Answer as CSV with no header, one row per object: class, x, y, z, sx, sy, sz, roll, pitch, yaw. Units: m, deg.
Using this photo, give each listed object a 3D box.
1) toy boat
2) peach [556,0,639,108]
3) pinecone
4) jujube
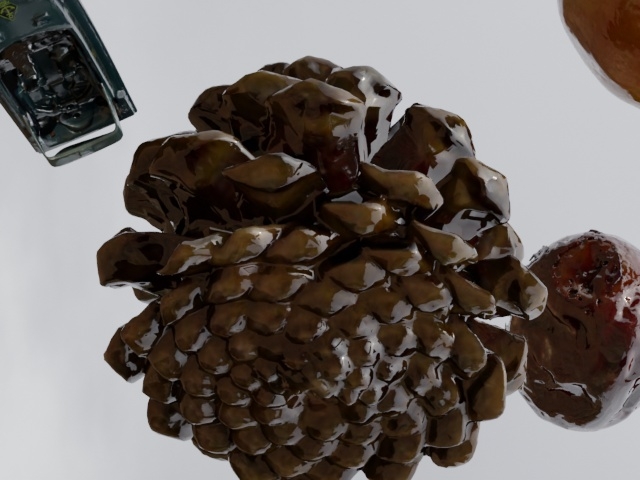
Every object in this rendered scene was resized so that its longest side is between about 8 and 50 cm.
toy boat,-0.211,-0.145,1.135,0.246,0.093,0.103,67,1,-58
peach,0.388,-0.232,1.408,0.308,0.289,0.289,29,-54,38
pinecone,0.000,0.000,1.273,0.384,0.384,0.384,32,-53,56
jujube,0.295,0.097,1.676,0.243,0.183,0.183,82,-19,-52
